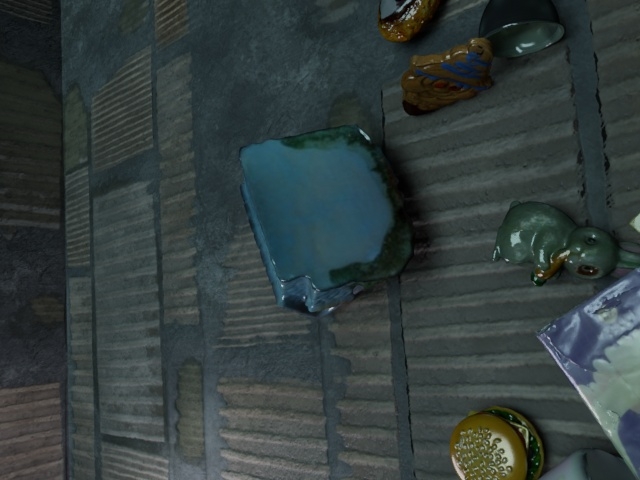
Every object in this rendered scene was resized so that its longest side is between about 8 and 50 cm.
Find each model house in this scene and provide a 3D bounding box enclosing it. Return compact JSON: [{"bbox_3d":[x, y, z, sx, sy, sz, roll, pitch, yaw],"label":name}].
[{"bbox_3d":[0.000,0.000,1.288,0.339,0.298,0.360,107,145,-62],"label":"model house"}]

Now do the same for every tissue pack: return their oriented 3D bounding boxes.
[{"bbox_3d":[0.521,0.213,0.858,0.242,0.125,0.343,-44,67,32],"label":"tissue pack"}]

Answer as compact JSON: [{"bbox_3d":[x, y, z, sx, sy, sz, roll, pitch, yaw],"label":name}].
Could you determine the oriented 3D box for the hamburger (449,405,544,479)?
[{"bbox_3d":[0.313,0.376,1.053,0.162,0.115,0.161,-6,82,42],"label":"hamburger"}]

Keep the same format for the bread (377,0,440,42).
[{"bbox_3d":[0.202,-0.542,1.234,0.139,0.095,0.268,15,84,39],"label":"bread"}]

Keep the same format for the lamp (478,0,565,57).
[{"bbox_3d":[0.339,-0.463,1.046,0.147,0.172,0.227,-10,83,43],"label":"lamp"}]

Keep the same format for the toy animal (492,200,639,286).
[{"bbox_3d":[0.422,0.012,0.982,0.251,0.125,0.127,10,123,36],"label":"toy animal"}]

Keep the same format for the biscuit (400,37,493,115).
[{"bbox_3d":[0.233,-0.303,1.133,0.280,0.183,0.043,141,133,-64],"label":"biscuit"}]

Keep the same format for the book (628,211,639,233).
[{"bbox_3d":[0.605,-0.003,0.874,0.161,0.026,0.230,-52,57,26],"label":"book"}]

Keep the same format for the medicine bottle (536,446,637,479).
[{"bbox_3d":[0.361,0.514,0.937,0.378,0.214,0.213,-52,56,27],"label":"medicine bottle"}]
